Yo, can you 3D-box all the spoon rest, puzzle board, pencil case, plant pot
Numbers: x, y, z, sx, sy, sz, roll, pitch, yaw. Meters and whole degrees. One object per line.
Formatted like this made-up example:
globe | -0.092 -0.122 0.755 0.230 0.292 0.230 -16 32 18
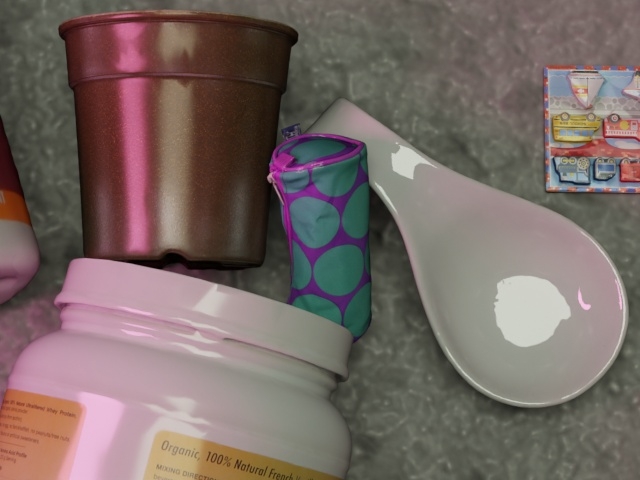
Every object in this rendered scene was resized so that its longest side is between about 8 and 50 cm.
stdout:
spoon rest | 0.095 0.002 1.337 0.276 0.084 0.137 41 81 7
puzzle board | 0.228 -0.082 1.393 0.128 0.011 0.096 1 79 -2
pencil case | 0.000 0.000 1.305 0.070 0.064 0.152 -12 120 -14
plant pot | -0.099 -0.064 1.315 0.167 0.167 0.165 1 87 -1

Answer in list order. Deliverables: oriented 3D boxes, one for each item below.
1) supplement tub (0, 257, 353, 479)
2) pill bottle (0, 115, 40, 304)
supplement tub | -0.109 0.188 1.214 0.228 0.228 0.316 15 81 2
pill bottle | -0.344 -0.131 1.280 0.224 0.224 0.392 -17 80 -5
